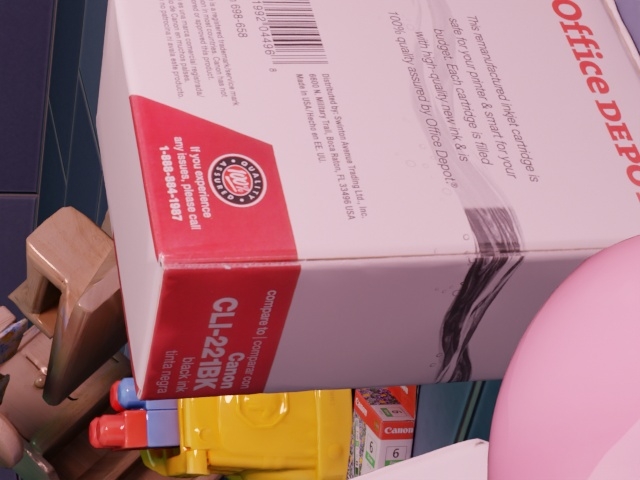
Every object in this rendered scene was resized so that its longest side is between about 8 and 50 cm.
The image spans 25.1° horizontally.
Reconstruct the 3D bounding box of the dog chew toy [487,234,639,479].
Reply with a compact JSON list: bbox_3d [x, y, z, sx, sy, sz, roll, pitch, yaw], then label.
[{"bbox_3d":[0.173,0.154,0.446,0.206,0.207,0.331,142,119,-67],"label":"dog chew toy"}]

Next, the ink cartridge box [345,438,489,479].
[{"bbox_3d":[0.079,0.245,0.630,0.278,0.117,0.201,59,-166,-51],"label":"ink cartridge box"}]

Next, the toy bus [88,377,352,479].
[{"bbox_3d":[-0.092,0.148,1.218,0.220,0.211,0.149,147,120,-70],"label":"toy bus"}]

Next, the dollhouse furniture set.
[{"bbox_3d":[-0.192,0.134,1.380,0.256,0.362,0.394,42,148,6],"label":"dollhouse furniture set"}]

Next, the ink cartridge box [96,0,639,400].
[{"bbox_3d":[0.034,-0.034,0.738,0.114,0.273,0.197,106,157,-48],"label":"ink cartridge box"}]

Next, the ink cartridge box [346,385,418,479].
[{"bbox_3d":[0.046,0.141,1.080,0.063,0.029,0.115,-135,48,-66],"label":"ink cartridge box"}]
